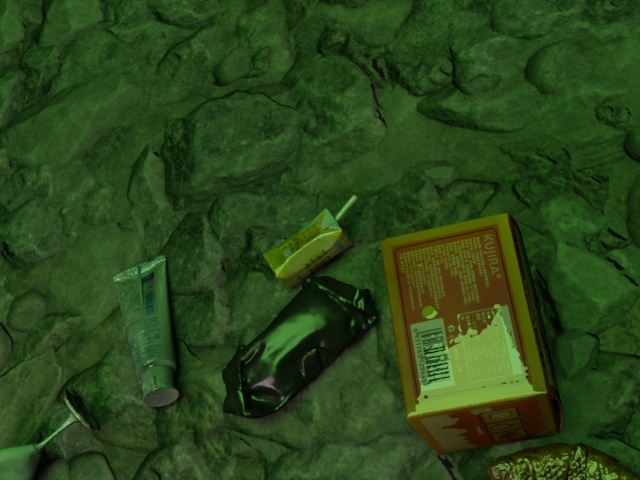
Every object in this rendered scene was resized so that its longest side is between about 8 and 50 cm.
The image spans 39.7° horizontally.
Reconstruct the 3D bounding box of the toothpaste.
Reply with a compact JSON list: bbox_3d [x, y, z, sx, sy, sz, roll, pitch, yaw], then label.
[{"bbox_3d":[-0.319,0.164,1.651,0.114,0.073,0.299,-24,53,8],"label":"toothpaste"}]

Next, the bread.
[{"bbox_3d":[0.366,0.351,1.313,0.233,0.076,0.104,5,79,14],"label":"bread"}]

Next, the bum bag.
[{"bbox_3d":[-0.048,0.182,1.540,0.326,0.079,0.142,-41,67,-7],"label":"bum bag"}]

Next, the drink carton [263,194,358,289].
[{"bbox_3d":[0.000,0.000,1.605,0.200,0.084,0.074,-36,55,5],"label":"drink carton"}]

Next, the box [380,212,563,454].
[{"bbox_3d":[0.234,0.149,1.351,0.214,0.259,0.283,-13,62,14],"label":"box"}]

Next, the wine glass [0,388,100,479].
[{"bbox_3d":[-0.494,0.362,1.584,0.183,0.122,0.122,-41,59,-5],"label":"wine glass"}]
